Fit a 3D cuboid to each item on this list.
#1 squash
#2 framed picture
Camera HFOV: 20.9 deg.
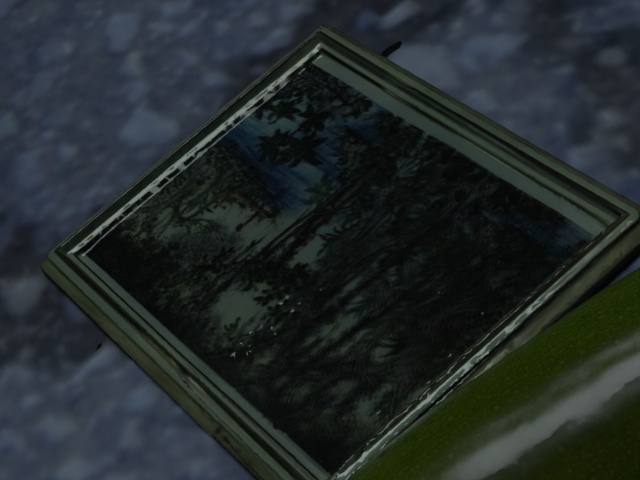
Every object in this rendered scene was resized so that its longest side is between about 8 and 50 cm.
[{"bbox_3d":[0.069,0.054,0.442,0.201,0.066,0.066,-34,41,6],"label":"squash"},{"bbox_3d":[0.000,0.000,0.568,0.142,0.011,0.183,-41,43,-12],"label":"framed picture"}]
